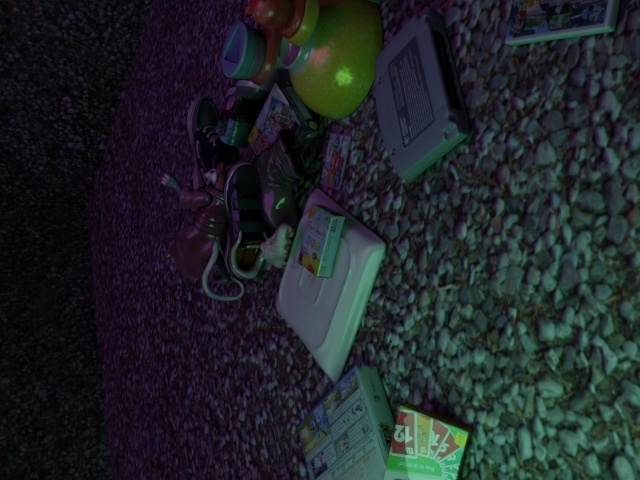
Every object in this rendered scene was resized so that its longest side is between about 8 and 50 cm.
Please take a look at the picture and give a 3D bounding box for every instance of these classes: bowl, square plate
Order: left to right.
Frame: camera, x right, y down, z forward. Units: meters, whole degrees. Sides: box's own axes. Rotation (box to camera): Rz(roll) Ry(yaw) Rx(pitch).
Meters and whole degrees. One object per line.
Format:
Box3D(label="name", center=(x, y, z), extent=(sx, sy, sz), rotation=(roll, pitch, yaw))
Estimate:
Box3D(label="square plate", center=(-0.002, 0.093, 1.545), extent=(0.344, 0.049, 0.347), rotation=(43, 120, 54))
Box3D(label="bowl", center=(-0.001, -0.437, 1.551), extent=(0.289, 0.156, 0.290), rotation=(-21, 66, 57))

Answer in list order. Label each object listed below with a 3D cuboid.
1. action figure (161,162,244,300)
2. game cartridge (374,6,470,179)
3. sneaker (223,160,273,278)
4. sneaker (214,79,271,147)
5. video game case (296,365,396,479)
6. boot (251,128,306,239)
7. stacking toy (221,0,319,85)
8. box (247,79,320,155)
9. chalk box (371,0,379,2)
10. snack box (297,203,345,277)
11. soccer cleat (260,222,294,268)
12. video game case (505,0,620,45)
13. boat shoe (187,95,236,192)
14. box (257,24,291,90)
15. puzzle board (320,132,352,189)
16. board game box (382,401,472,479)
Box3D(label="action figure", center=(-0.322, -0.049, 1.924), extent=(0.276, 0.248, 0.370), rotation=(53, 131, 49))
Box3D(label="game cartridge", center=(0.185, -0.277, 1.304), extent=(0.196, 0.060, 0.294), rotation=(-35, 54, 47))
Box3D(label="sneaker", center=(-0.192, -0.050, 1.826), extent=(0.127, 0.126, 0.321), rotation=(-151, 60, -62))
Box3D(label="sneaker", center=(-0.225, -0.360, 1.933), extent=(0.295, 0.123, 0.179), rotation=(-176, 97, -70))
Box3D(label="video game case", center=(0.061, 0.425, 1.354), extent=(0.269, 0.061, 0.244), rotation=(-53, 43, 40))
Box3D(label="boot", center=(-0.086, -0.134, 1.647), extent=(0.161, 0.083, 0.247), rotation=(-30, 78, 54))
Box3D(label="stacking toy", center=(-0.145, -0.528, 1.526), extent=(0.309, 0.130, 0.280), rotation=(-34, 56, 50))
Box3D(label="box", center=(-0.099, -0.269, 1.711), extent=(0.159, 0.044, 0.233), rotation=(58, 144, 15))
Box3D(label="chalk box", center=(0.087, -0.648, 1.425), extent=(0.179, 0.180, 0.289), rotation=(-30, 60, 54))
Box3D(label="snack box", center=(0.000, 0.000, 1.475), extent=(0.100, 0.037, 0.141), rotation=(32, 111, 56))
Box3D(label="soccer cleat", center=(-0.110, 0.014, 1.650), extent=(0.196, 0.076, 0.068), rotation=(104, -175, -63))
Box3D(label="video game case", center=(0.378, -0.402, 1.032), extent=(0.201, 0.023, 0.184), rotation=(16, 98, 58))
Box3D(label="boat shoe", center=(-0.333, -0.314, 2.141), extent=(0.158, 0.127, 0.341), rotation=(-17, 77, 50))
Box3D(label="box", center=(-0.114, -0.562, 1.763), extent=(0.169, 0.087, 0.290), rotation=(79, -172, -73))
Box3D(label="puzzle board", center=(0.033, -0.188, 1.581), extent=(0.096, 0.011, 0.128), rotation=(24, 104, 58))
Box3D(label="board game box", center=(0.168, 0.420, 1.148), extent=(0.124, 0.039, 0.260), rotation=(16, 101, 27))
